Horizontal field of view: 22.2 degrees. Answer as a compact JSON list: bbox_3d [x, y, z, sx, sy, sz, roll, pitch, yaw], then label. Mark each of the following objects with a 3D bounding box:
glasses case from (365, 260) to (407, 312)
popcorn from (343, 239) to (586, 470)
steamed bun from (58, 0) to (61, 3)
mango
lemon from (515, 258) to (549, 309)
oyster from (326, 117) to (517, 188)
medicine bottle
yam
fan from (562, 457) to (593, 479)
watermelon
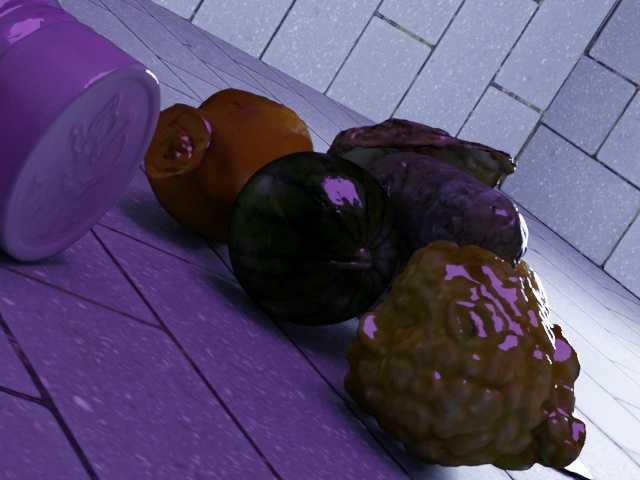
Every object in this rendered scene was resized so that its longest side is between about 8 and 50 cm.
[{"bbox_3d":[0.123,0.052,2.098,0.314,0.122,0.075,22,21,-48],"label":"glasses case"},{"bbox_3d":[0.151,0.131,1.592,0.251,0.206,0.237,43,-5,11],"label":"popcorn"},{"bbox_3d":[-0.428,-0.341,1.745,0.334,0.334,0.374,24,-4,-38],"label":"steamed bun"},{"bbox_3d":[-0.103,-0.085,1.936,0.144,0.187,0.359,-9,8,21],"label":"mango"},{"bbox_3d":[0.179,0.087,1.952,0.178,0.178,0.203,27,1,-29],"label":"lemon"},{"bbox_3d":[0.111,-0.084,2.016,0.094,0.294,0.166,-71,147,-42],"label":"oyster"},{"bbox_3d":[-0.327,-0.153,1.450,0.325,0.212,0.212,36,10,17],"label":"medicine bottle"},{"bbox_3d":[0.133,-0.023,1.814,0.133,0.133,0.330,29,0,-20],"label":"yam"},{"bbox_3d":[0.259,0.229,1.981,0.132,0.009,0.220,31,10,-14],"label":"fan"},{"bbox_3d":[0.000,0.000,1.752,0.188,0.188,0.214,24,-7,-39],"label":"watermelon"}]
